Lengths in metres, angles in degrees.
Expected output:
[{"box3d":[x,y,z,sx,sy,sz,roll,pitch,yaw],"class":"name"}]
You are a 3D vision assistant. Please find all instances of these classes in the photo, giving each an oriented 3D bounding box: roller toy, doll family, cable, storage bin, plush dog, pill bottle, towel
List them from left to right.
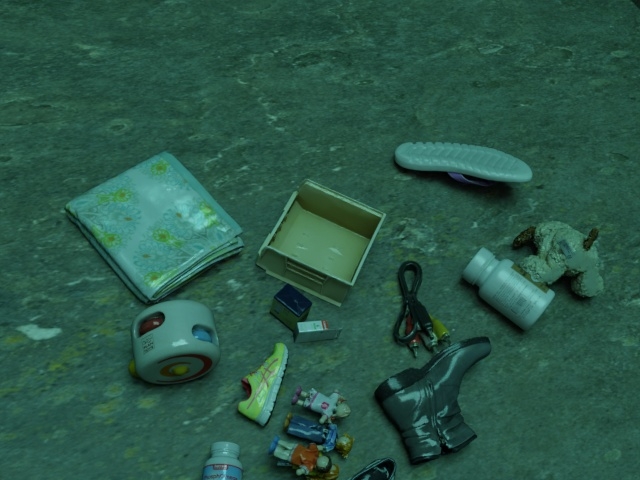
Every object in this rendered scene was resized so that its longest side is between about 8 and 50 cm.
[{"box3d":[-0.423,-0.042,1.907,0.320,0.090,0.374,-33,68,-32],"class":"towel"},{"box3d":[-0.329,0.237,1.663,0.209,0.191,0.146,-5,57,-18],"class":"roller toy"},{"box3d":[-0.209,0.515,1.558,0.087,0.087,0.160,7,53,-9],"class":"pill bottle"},{"box3d":[-0.012,0.454,1.655,0.163,0.118,0.263,19,34,7],"class":"doll family"},{"box3d":[0.000,0.000,1.961,0.260,0.123,0.262,25,53,4],"class":"storage bin"},{"box3d":[0.243,0.183,1.950,0.139,0.072,0.287,-14,46,-3],"class":"cable"},{"box3d":[0.503,0.126,1.991,0.229,0.131,0.131,38,55,14],"class":"pill bottle"},{"box3d":[0.686,0.017,2.095,0.262,0.211,0.225,12,23,-16],"class":"plush dog"}]

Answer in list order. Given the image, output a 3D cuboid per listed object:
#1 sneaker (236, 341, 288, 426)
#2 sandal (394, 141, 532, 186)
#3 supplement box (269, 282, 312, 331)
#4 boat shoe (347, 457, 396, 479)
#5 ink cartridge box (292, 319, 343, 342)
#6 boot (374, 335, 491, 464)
[{"box3d":[-0.135,0.323,1.721,0.094,0.081,0.208,18,53,2],"class":"sneaker"},{"box3d":[0.433,-0.222,2.252,0.416,0.102,0.169,12,37,10],"class":"sandal"},{"box3d":[-0.075,0.169,1.844,0.083,0.083,0.056,38,55,14],"class":"supplement box"},{"box3d":[0.073,0.566,1.597,0.254,0.079,0.095,-29,67,-30],"class":"boat shoe"},{"box3d":[-0.007,0.225,1.833,0.115,0.063,0.029,-4,58,-17],"class":"ink cartridge box"},{"box3d":[0.316,0.389,1.781,0.338,0.118,0.223,-25,67,-16],"class":"boot"}]
